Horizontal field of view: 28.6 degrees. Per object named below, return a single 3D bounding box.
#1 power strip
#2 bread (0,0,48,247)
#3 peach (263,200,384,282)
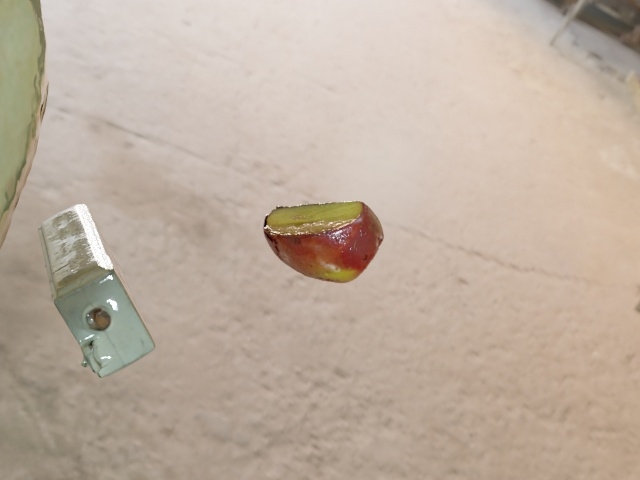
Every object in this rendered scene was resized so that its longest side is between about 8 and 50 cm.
[{"bbox_3d":[-0.183,0.033,1.002,0.078,0.052,0.272,64,-7,-19],"label":"power strip"},{"bbox_3d":[-0.260,-0.101,0.547,0.210,0.300,0.341,3,63,18],"label":"bread"},{"bbox_3d":[0.000,0.000,0.934,0.083,0.077,0.050,30,42,-12],"label":"peach"}]
